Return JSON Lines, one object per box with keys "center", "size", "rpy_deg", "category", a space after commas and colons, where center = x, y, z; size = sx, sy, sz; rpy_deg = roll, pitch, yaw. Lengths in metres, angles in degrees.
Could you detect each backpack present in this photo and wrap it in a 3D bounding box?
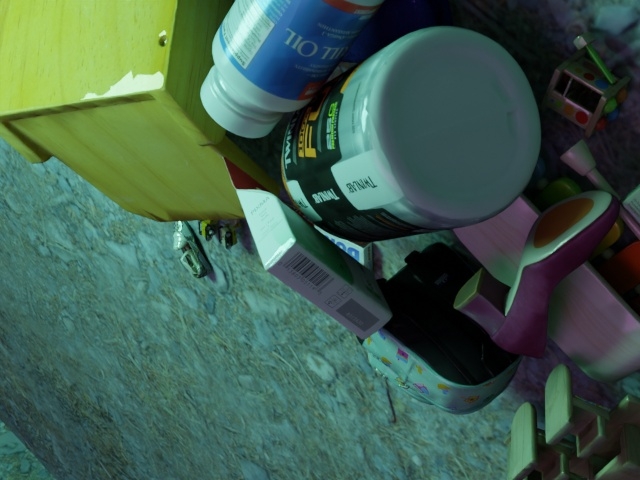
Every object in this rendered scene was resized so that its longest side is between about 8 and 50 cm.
{"center": [0.155, 0.121, 1.217], "size": [0.188, 0.166, 0.144], "rpy_deg": [36, 144, 29], "category": "backpack"}

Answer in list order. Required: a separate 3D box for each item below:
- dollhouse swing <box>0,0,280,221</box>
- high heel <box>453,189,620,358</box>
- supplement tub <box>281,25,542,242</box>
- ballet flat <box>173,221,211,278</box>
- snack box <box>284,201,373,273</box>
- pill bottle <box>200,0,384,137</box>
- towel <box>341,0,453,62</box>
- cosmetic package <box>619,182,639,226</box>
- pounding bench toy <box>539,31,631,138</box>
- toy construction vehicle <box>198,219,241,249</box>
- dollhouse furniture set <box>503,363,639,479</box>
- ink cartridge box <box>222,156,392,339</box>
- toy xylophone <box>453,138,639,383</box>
{"center": [-0.222, -0.215, 1.352], "size": [0.347, 0.305, 0.315], "rpy_deg": [-2, 75, 36], "category": "dollhouse swing"}
{"center": [0.244, 0.043, 1.000], "size": [0.117, 0.082, 0.244], "rpy_deg": [33, 135, -9], "category": "high heel"}
{"center": [0.076, -0.098, 1.059], "size": [0.193, 0.193, 0.316], "rpy_deg": [58, 160, -7], "category": "supplement tub"}
{"center": [-0.224, 0.015, 1.665], "size": [0.041, 0.041, 0.114], "rpy_deg": [-9, 112, 52], "category": "ballet flat"}
{"center": [0.000, 0.000, 1.413], "size": [0.178, 0.022, 0.064], "rpy_deg": [25, 135, 34], "category": "snack box"}
{"center": [-0.035, -0.211, 1.016], "size": [0.124, 0.124, 0.221], "rpy_deg": [47, 130, 8], "category": "pill bottle"}
{"center": [0.004, -0.307, 1.108], "size": [0.308, 0.076, 0.228], "rpy_deg": [12, 135, 42], "category": "towel"}
{"center": [0.338, -0.051, 0.911], "size": [0.115, 0.041, 0.060], "rpy_deg": [-43, 86, 12], "category": "cosmetic package"}
{"center": [0.263, -0.152, 0.956], "size": [0.065, 0.052, 0.083], "rpy_deg": [37, 142, 21], "category": "pounding bench toy"}
{"center": [-0.158, -0.033, 1.561], "size": [0.086, 0.035, 0.098], "rpy_deg": [38, 141, 38], "category": "toy construction vehicle"}
{"center": [0.317, 0.245, 1.149], "size": [0.212, 0.161, 0.242], "rpy_deg": [23, 131, -8], "category": "dollhouse furniture set"}
{"center": [-0.017, -0.008, 1.165], "size": [0.181, 0.056, 0.225], "rpy_deg": [38, -160, -38], "category": "ink cartridge box"}
{"center": [0.280, 0.015, 1.055], "size": [0.323, 0.081, 0.236], "rpy_deg": [52, 145, 0], "category": "toy xylophone"}
